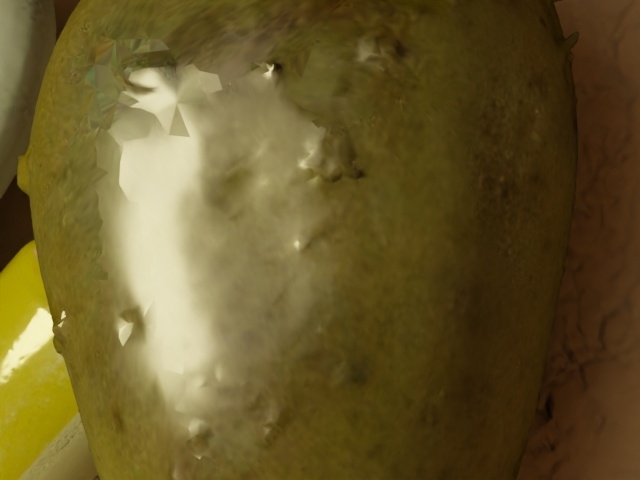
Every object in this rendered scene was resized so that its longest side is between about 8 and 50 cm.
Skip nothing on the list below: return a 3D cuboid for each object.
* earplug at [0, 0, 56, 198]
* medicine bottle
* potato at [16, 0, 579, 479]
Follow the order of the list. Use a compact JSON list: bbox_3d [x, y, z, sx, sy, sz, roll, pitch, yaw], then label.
[{"bbox_3d":[-0.301,-0.099,1.102,0.325,0.175,0.214,7,75,25],"label":"earplug"},{"bbox_3d":[-0.175,0.110,0.977,0.212,0.122,0.122,-48,54,14],"label":"medicine bottle"},{"bbox_3d":[-0.017,0.006,0.836,0.269,0.219,0.359,1,78,28],"label":"potato"}]
